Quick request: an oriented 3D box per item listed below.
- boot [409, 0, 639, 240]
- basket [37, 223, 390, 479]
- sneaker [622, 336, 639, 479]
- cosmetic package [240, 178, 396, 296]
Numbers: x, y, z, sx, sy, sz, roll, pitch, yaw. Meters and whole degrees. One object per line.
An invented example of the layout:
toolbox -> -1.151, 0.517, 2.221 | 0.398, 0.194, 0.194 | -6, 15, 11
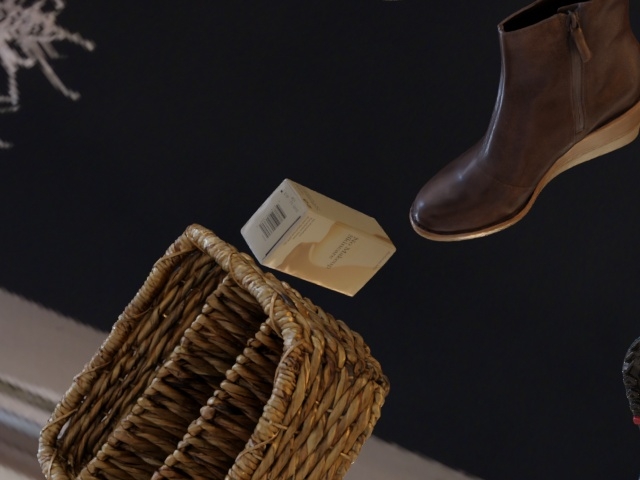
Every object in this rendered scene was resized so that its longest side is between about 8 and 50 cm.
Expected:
boot -> 0.170, -0.118, 0.989 | 0.248, 0.090, 0.207 | -28, -39, 0
basket -> -0.111, 0.175, 1.063 | 0.223, 0.213, 0.299 | 36, -84, -17
sneaker -> 0.374, 0.197, 1.102 | 0.104, 0.125, 0.262 | 4, -70, 39
cosmetic package -> 0.000, 0.000, 0.884 | 0.060, 0.115, 0.041 | -49, -130, 19
